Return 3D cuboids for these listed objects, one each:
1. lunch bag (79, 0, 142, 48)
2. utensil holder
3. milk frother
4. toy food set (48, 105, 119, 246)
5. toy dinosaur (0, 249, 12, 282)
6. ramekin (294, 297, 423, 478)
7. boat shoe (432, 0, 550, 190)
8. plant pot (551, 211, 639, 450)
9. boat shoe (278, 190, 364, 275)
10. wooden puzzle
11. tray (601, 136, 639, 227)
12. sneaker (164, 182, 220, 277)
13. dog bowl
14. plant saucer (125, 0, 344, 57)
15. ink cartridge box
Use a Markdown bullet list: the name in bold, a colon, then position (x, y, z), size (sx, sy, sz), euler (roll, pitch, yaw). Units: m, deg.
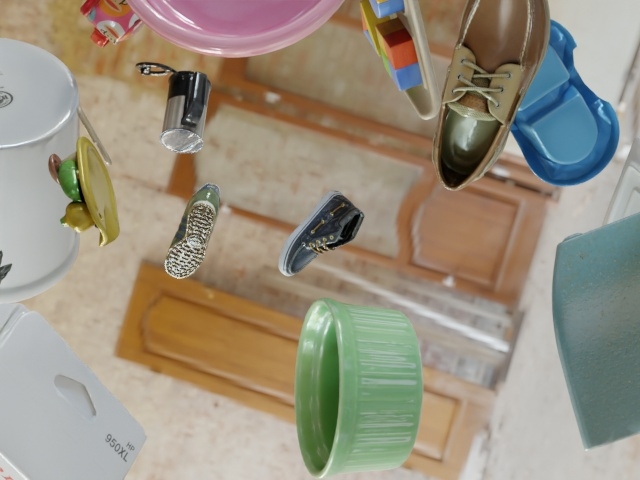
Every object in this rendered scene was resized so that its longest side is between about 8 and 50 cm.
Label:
- **lunch bag**: position (-0.328, -0.457, 2.324), size (0.258, 0.120, 0.293), euler (-47, 11, 10)
- **utensil holder**: position (-0.597, -0.126, 2.337), size (0.385, 0.328, 0.327), euler (105, 179, -45)
- **milk frother**: position (-0.280, -0.256, 2.386), size (0.129, 0.143, 0.134), euler (103, 172, -61)
- **toy food set**: position (-0.358, -0.080, 1.901), size (0.128, 0.071, 0.218), euler (64, -172, -47)
- **toy dinosaur**: position (-0.624, 0.064, 1.993), size (0.322, 0.164, 0.218), euler (-67, -18, 5)
- **ramekin**: position (0.063, 0.250, 2.170), size (0.303, 0.148, 0.303), euler (-177, 90, -75)
- **boat shoe**: position (0.221, -0.202, 1.699), size (0.120, 0.122, 0.324), euler (-61, -16, -50)
- **plant pot**: position (0.413, 0.093, 1.604), size (0.252, 0.247, 0.248), euler (69, -163, 8)
- **boat shoe**: position (0.000, 0.000, 2.326), size (0.183, 0.083, 0.065), euler (-55, -40, 4)
- **wooden puzzle**: position (0.113, -0.427, 2.287), size (0.322, 0.080, 0.348), euler (-113, 8, -52)
- **tray**: position (0.461, -0.004, 1.881), size (0.145, 0.030, 0.270), euler (50, 143, 38)
- **sneaker**: position (-0.218, -0.022, 2.257), size (0.086, 0.064, 0.192), euler (-76, 11, -47)
- **dog bowl**: position (0.364, -0.230, 2.086), size (0.166, 0.297, 0.074), euler (-34, 19, 2)
- **plant saucer**: position (-0.106, -0.385, 1.668), size (0.084, 0.332, 0.332), euler (79, -154, -76)
- **ink cartridge box**: position (-0.473, 0.230, 1.700), size (0.285, 0.395, 0.166), euler (54, -131, -34)
